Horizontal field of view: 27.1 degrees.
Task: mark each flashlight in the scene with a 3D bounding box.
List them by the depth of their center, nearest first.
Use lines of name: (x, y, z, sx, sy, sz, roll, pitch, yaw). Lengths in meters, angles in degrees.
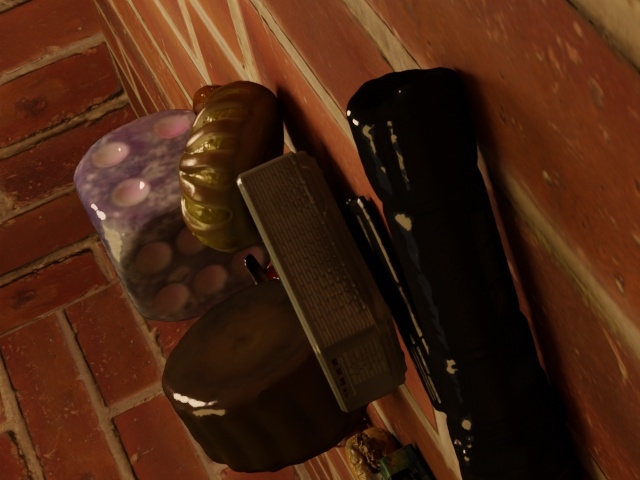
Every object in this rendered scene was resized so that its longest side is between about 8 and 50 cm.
flashlight: (0.119, 0.061, 1.013, 0.103, 0.103, 0.424, -131, 20, -61)

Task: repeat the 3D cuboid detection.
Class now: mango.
mango: (-0.144, -0.191, 1.946, 0.077, 0.063, 0.127, 28, -173, -30)

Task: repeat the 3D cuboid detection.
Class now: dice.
dice: (-0.252, -0.044, 2.303, 0.271, 0.270, 0.270, 56, 168, 45)

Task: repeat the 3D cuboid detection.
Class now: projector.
projector: (0.007, 0.046, 1.520, 0.192, 0.099, 0.257, 72, 173, -60)

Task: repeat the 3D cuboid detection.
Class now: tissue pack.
tissue pack: (0.122, 0.355, 1.837, 0.111, 0.079, 0.085, 60, 171, 28)

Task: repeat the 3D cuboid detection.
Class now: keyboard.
keyboard: (0.090, 0.072, 1.445, 0.262, 0.016, 0.106, 66, 171, -5)

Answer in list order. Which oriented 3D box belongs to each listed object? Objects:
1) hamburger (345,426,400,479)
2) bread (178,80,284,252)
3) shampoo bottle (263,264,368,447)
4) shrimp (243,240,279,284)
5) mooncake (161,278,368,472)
hamburger: (0.092, 0.350, 2.003, 0.138, 0.083, 0.147, 58, 171, 17)
bread: (-0.112, -0.093, 1.620, 0.213, 0.104, 0.213, 12, -90, -78)
shampoo bottle: (-0.013, 0.184, 2.166, 0.314, 0.076, 0.118, 66, 162, -9)
shrimp: (-0.072, 0.030, 2.039, 0.150, 0.051, 0.217, -28, 82, 56)
mooncake: (-0.069, 0.188, 1.850, 0.161, 0.290, 0.290, 64, 173, -28)
